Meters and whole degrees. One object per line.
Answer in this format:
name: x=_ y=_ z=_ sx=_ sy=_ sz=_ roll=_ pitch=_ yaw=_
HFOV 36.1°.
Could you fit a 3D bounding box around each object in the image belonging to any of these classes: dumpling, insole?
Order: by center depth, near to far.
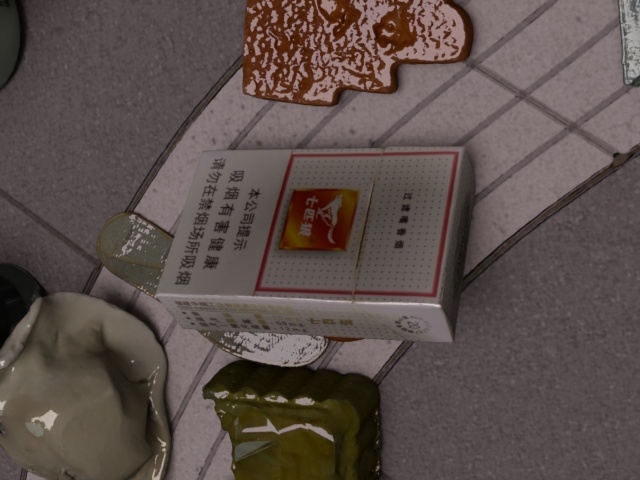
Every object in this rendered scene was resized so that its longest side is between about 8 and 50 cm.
insole: x=-0.145 y=0.064 z=1.277 sx=0.348 sy=0.009 sz=0.119 roll=28 pitch=91 yaw=14
dumpling: x=-0.317 y=0.206 z=1.317 sx=0.318 sy=0.187 sz=0.243 roll=45 pitch=73 yaw=-32

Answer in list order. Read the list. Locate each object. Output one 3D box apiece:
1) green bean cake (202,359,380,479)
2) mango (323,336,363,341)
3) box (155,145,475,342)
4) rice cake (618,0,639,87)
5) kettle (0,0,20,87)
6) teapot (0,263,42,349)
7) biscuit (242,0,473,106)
green bean cake: x=-0.049 y=0.283 z=1.241 sx=0.233 sy=0.124 sz=0.236 roll=4 pitch=102 yaw=20
mango: x=0.015 y=0.063 z=1.197 sx=0.159 sy=0.084 sz=0.105 roll=31 pitch=104 yaw=32
box: x=0.000 y=0.000 z=1.125 sx=0.330 sy=0.095 sz=0.210 roll=2 pitch=58 yaw=19
rice cake: x=0.331 y=-0.248 z=1.045 sx=0.029 sy=0.033 sz=0.171 roll=-2 pitch=100 yaw=21
kettle: x=-0.524 y=-0.259 z=1.197 sx=0.265 sy=0.318 sz=0.205 roll=10 pitch=104 yaw=22
teapot: x=-0.500 y=0.121 z=1.321 sx=0.203 sy=0.225 sz=0.171 roll=-28 pitch=88 yaw=24
biscuit: x=0.019 y=-0.271 z=1.150 sx=0.306 sy=0.043 sz=0.284 roll=-38 pitch=88 yaw=24
